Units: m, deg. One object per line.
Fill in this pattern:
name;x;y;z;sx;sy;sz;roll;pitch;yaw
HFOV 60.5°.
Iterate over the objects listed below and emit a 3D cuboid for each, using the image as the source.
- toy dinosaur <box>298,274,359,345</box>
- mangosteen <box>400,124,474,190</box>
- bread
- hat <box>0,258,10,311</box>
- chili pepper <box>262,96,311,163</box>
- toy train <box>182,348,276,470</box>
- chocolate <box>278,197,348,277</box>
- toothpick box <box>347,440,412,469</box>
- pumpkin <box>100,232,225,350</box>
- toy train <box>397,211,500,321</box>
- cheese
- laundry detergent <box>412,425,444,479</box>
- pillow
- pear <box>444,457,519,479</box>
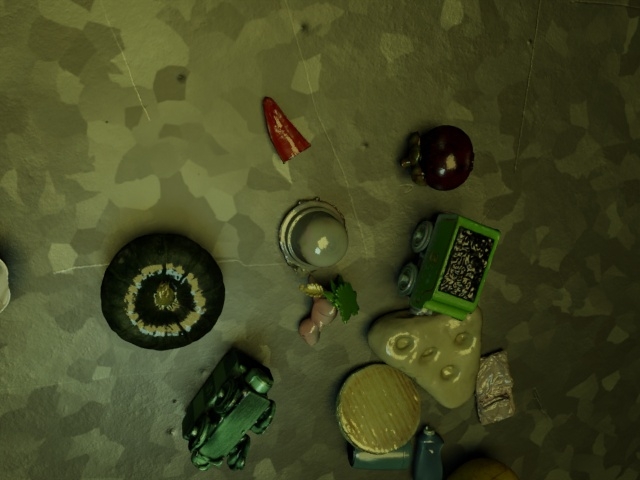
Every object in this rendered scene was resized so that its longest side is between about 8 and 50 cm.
toy dinosaur;0.010;0.185;1.534;0.177;0.152;0.194;-15;102;28
mangosteen;0.315;-0.223;1.487;0.199;0.200;0.200;-3;104;-14
bread;0.170;0.495;1.624;0.266;0.040;0.267;4;74;-13
hat;-0.806;0.094;1.268;0.203;0.126;0.203;-4;104;-15
chili pepper;-0.101;-0.292;1.407;0.088;0.065;0.169;-32;105;-7
toy train;-0.237;0.450;1.447;0.166;0.238;0.299;36;94;-20
chocolate;-0.005;0.006;1.457;0.221;0.147;0.221;-4;108;-14
toothpick box;0.175;0.635;1.666;0.184;0.120;0.120;4;102;-12
pumpkin;-0.380;0.130;1.350;0.300;0.207;0.300;-3;98;-22
toy train;0.344;0.072;1.503;0.173;0.249;0.307;20;89;-16
cheese;0.321;0.360;1.634;0.350;0.129;0.329;-13;105;-13
laundry detergent;0.346;0.685;1.755;0.096;0.061;0.207;-2;102;-6
pillow;0.562;0.482;1.773;0.135;0.049;0.249;-15;103;-7
pear;0.514;0.835;1.731;0.280;0.281;0.281;-3;104;-14
